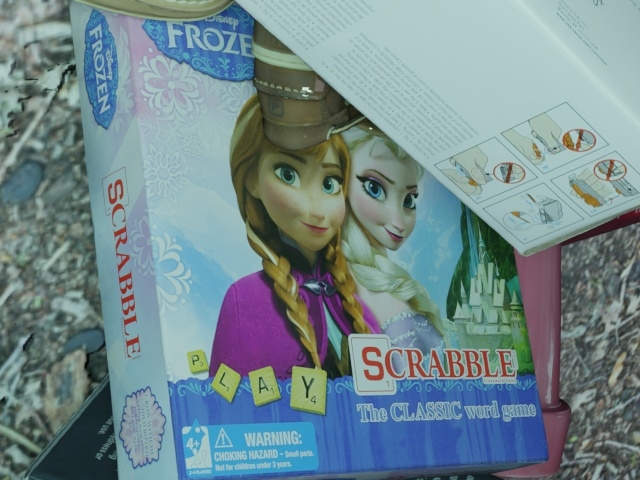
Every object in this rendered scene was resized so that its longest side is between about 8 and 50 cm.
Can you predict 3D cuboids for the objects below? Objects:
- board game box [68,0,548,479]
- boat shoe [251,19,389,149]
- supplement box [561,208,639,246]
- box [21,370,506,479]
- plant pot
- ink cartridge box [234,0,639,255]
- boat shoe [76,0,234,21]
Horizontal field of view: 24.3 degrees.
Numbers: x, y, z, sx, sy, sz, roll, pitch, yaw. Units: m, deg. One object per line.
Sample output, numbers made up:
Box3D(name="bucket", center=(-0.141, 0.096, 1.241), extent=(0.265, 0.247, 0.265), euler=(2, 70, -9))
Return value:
Box3D(name="board game box", center=(0.000, 0.000, 0.976), extent=(0.319, 0.066, 0.318), euler=(3, 72, -41))
Box3D(name="boat shoe", center=(0.038, -0.115, 0.963), extent=(0.257, 0.095, 0.095), euler=(-21, 121, -51))
Box3D(name="supplement box", center=(0.262, -0.085, 1.269), extent=(0.239, 0.073, 0.130), euler=(-14, 126, -31))
Box3D(name="box", center=(-0.016, 0.300, 1.041), extent=(0.212, 0.395, 0.293), euler=(-56, 164, -67))
Box3D(name="plant pot", center=(0.109, 0.074, 1.175), extent=(0.201, 0.201, 0.180), euler=(7, 97, -42))
Box3D(name="ink cartridge box", center=(0.083, -0.194, 0.852), extent=(0.130, 0.272, 0.309), euler=(-25, 129, 37))
Box3D(name="boat shoe", center=(-0.153, -0.200, 0.789), extent=(0.302, 0.098, 0.109), euler=(29, 94, -32))
